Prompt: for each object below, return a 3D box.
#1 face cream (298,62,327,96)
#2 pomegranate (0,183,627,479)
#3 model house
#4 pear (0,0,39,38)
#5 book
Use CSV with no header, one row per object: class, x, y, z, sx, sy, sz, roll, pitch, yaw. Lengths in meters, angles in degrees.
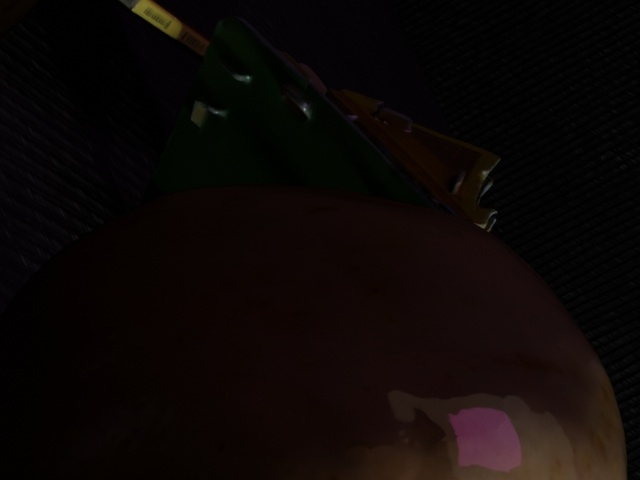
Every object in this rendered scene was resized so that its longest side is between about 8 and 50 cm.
face cream,-0.031,-0.123,2.022,0.149,0.104,0.149,56,14,-21
pomegranate,-0.006,0.162,0.909,0.411,0.411,0.411,56,14,-22
model house,0.077,-0.004,1.441,0.313,0.242,0.357,-4,38,-42
pear,-0.273,-0.213,0.918,0.304,0.304,0.304,56,14,-22
book,-0.181,-0.230,1.584,0.262,0.028,0.374,35,3,23
